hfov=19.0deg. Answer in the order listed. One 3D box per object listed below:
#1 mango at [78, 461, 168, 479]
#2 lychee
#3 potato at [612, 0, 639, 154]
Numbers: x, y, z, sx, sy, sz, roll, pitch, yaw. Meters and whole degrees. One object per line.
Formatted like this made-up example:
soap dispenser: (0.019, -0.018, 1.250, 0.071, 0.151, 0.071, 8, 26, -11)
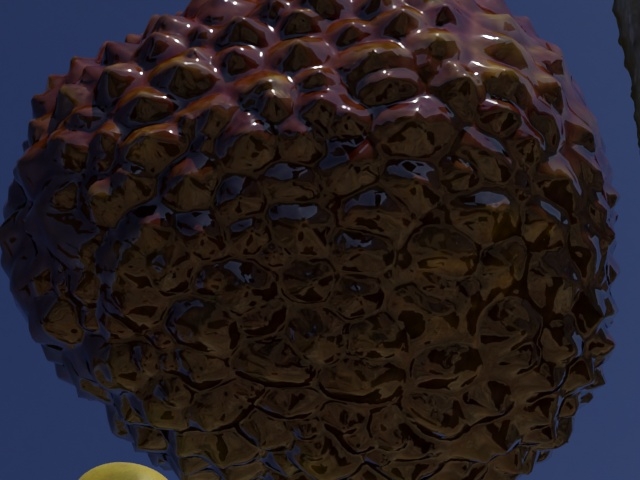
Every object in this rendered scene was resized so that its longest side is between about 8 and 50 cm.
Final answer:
mango: (-0.156, 0.221, 1.487, 0.103, 0.161, 0.076, -27, -64, -8)
lychee: (0.000, 0.000, 0.770, 0.271, 0.236, 0.236, -7, -55, -41)
potato: (0.165, -0.057, 0.417, 0.194, 0.157, 0.157, -20, -39, 22)
